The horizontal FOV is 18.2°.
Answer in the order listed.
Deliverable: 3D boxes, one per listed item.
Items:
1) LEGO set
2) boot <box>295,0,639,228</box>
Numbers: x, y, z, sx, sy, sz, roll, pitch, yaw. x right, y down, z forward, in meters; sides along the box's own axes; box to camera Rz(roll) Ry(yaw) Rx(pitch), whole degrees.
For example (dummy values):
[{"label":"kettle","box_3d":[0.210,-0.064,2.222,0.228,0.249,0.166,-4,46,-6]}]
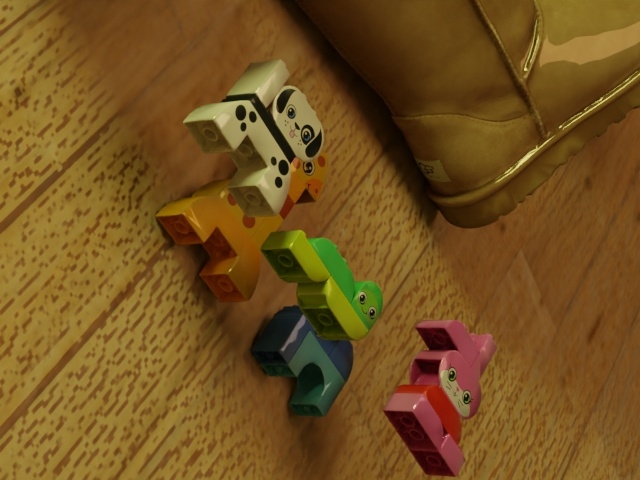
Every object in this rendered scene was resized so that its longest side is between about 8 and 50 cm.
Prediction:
[{"label":"LEGO set","box_3d":[0.000,0.000,0.947,0.227,0.087,0.093,57,50,-31]},{"label":"boot","box_3d":[0.091,-0.170,1.097,0.236,0.089,0.269,-46,124,-18]}]
